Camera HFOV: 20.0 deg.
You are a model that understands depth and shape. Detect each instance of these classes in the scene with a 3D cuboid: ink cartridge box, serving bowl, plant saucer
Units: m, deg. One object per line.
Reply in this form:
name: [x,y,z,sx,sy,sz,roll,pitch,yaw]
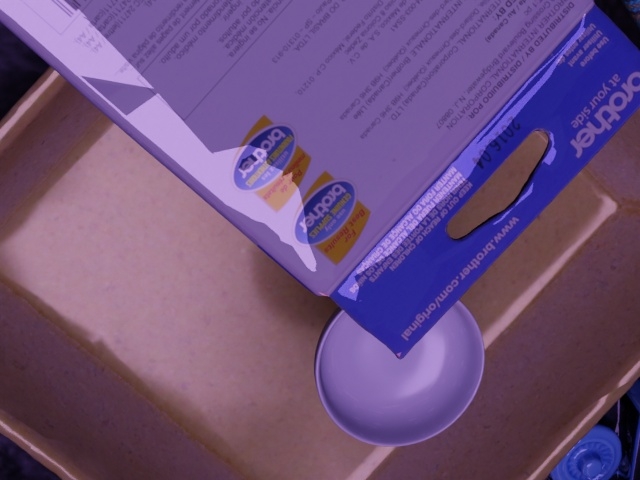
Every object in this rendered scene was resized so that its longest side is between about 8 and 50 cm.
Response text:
ink cartridge box: [-0.017,-0.112,0.790,0.311,0.065,0.186,42,92,-18]
serving bowl: [0.035,0.056,0.871,0.083,0.027,0.083,-4,107,-14]
plant saucer: [0.000,0.000,0.903,0.332,0.081,0.333,42,93,-20]

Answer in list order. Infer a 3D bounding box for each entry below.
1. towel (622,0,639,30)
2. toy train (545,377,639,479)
towel: [0.303,-0.109,0.881,0.271,0.040,0.370,-36,116,-1]
toy train: [0.163,0.145,1.015,0.105,0.080,0.184,-4,118,-13]
